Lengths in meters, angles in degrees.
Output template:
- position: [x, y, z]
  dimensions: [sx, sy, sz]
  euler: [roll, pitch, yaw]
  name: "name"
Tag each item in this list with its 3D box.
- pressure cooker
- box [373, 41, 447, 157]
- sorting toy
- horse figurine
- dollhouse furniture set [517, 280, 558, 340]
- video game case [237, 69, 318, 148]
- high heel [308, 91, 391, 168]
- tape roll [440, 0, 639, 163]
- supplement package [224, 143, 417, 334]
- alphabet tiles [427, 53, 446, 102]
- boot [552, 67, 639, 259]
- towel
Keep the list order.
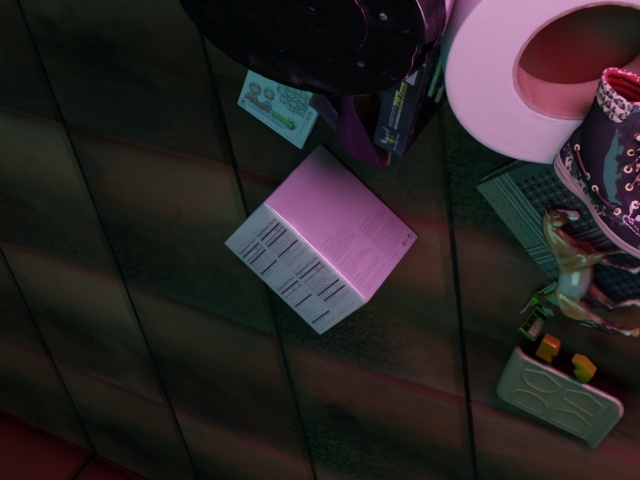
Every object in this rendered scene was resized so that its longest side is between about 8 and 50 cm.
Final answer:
- position: [0.028, -0.447, 1.314]
  dimensions: [0.370, 0.420, 0.375]
  euler: [18, 155, 7]
  name: "pressure cooker"
- position: [0.161, -0.258, 1.511]
  dimensions: [0.059, 0.183, 0.232]
  euler: [32, 154, 12]
  name: "box"
- position: [0.463, 0.277, 1.920]
  dimensions: [0.229, 0.041, 0.307]
  euler: [29, 152, 14]
  name: "sorting toy"
- position: [0.449, 0.069, 1.674]
  dimensions: [0.175, 0.066, 0.263]
  euler: [12, 135, 27]
  name: "horse figurine"
- position: [0.406, 0.131, 1.813]
  dimensions: [0.076, 0.058, 0.151]
  euler: [39, 160, 2]
  name: "dollhouse furniture set"
- position: [-0.076, -0.263, 1.902]
  dimensions: [0.157, 0.019, 0.143]
  euler: [36, 142, 7]
  name: "video game case"
- position: [0.100, -0.255, 1.655]
  dimensions: [0.181, 0.127, 0.377]
  euler: [44, 161, 4]
  name: "high heel"
- position: [0.354, -0.253, 1.338]
  dimensions: [0.392, 0.072, 0.392]
  euler: [-2, 143, -1]
  name: "tape roll"
- position: [0.000, 0.000, 1.949]
  dimensions: [0.263, 0.199, 0.198]
  euler: [44, 143, -4]
  name: "supplement package"
- position: [0.223, -0.312, 1.446]
  dimensions: [0.009, 0.198, 0.237]
  euler: [33, 142, 15]
  name: "alphabet tiles"
- position: [0.414, -0.094, 1.320]
  dimensions: [0.236, 0.085, 0.178]
  euler: [52, 147, 30]
  name: "boot"
- position: [0.455, -0.034, 1.658]
  dimensions: [0.324, 0.056, 0.312]
  euler: [48, 145, -13]
  name: "towel"
